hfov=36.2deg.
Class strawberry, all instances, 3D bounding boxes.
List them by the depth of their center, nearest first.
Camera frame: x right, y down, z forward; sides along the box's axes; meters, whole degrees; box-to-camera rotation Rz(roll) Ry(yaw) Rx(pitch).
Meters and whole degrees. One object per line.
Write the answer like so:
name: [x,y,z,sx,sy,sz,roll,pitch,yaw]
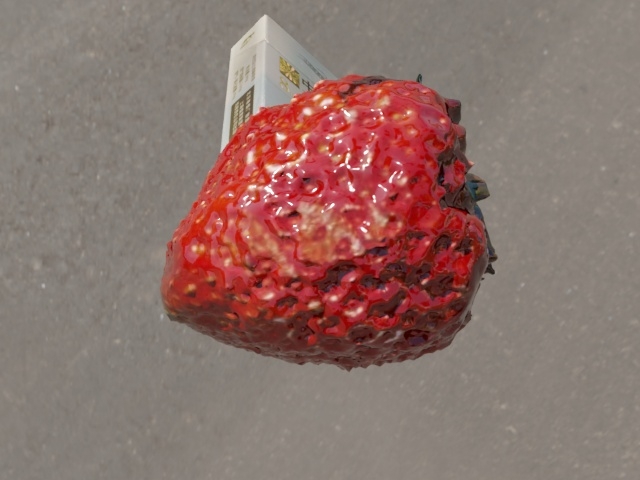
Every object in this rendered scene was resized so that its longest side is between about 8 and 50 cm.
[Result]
strawberry: [0.000,0.000,0.808,0.276,0.257,0.257,-19,65,-9]

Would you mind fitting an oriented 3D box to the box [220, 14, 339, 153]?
box: [-0.028,-0.128,1.061,0.155,0.067,0.243,39,27,-28]
